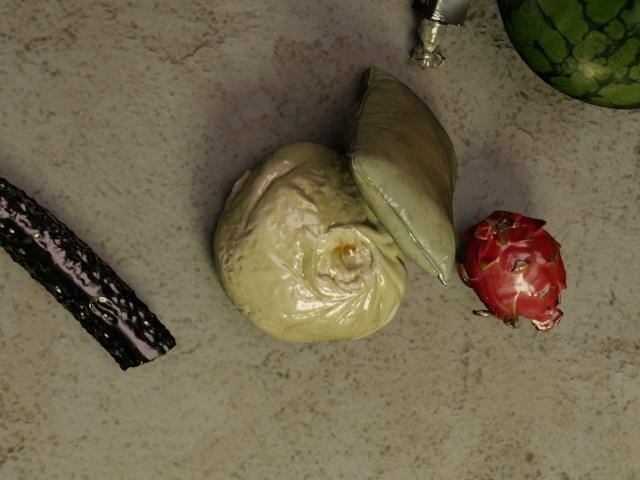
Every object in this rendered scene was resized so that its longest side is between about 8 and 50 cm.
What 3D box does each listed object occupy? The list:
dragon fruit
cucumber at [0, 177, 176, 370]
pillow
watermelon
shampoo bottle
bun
[{"bbox_3d":[0.243,0.036,1.572,0.136,0.133,0.166,-33,103,22],"label":"dragon fruit"},{"bbox_3d":[-0.280,0.026,1.369,0.300,0.072,0.072,48,72,-15],"label":"cucumber"},{"bbox_3d":[0.101,-0.086,1.454,0.075,0.302,0.185,-33,109,22],"label":"pillow"},{"bbox_3d":[0.378,-0.326,1.517,0.363,0.363,0.363,1,88,-23],"label":"watermelon"},{"bbox_3d":[0.157,-0.311,1.542,0.064,0.057,0.207,8,115,-22],"label":"shampoo bottle"},{"bbox_3d":[0.000,0.000,1.452,0.244,0.153,0.243,3,84,-27],"label":"bun"}]
